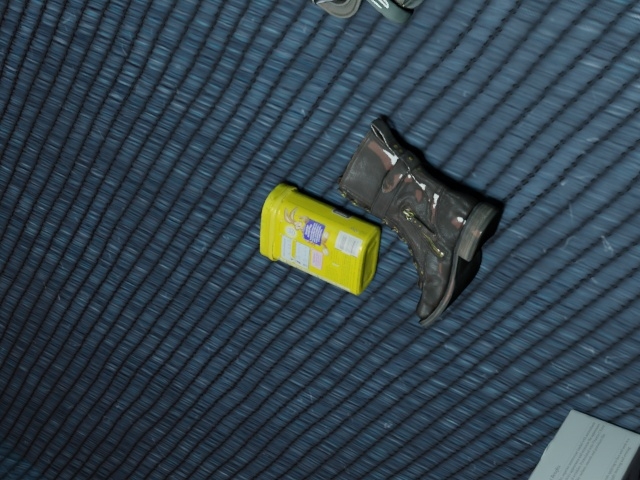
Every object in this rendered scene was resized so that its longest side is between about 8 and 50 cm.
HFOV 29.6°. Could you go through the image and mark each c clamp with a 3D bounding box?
[{"bbox_3d":[-0.004,-0.361,1.545,0.160,0.022,0.137,40,140,4],"label":"c clamp"}]

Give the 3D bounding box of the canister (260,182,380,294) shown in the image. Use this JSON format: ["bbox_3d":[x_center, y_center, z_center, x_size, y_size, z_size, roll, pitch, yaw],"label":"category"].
[{"bbox_3d":[0.000,0.000,1.821,0.170,0.073,0.126,24,136,19],"label":"canister"}]

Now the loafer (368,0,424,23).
[{"bbox_3d":[0.026,-0.368,1.382,0.267,0.096,0.084,44,115,-6],"label":"loafer"}]

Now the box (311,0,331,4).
[{"bbox_3d":[0.061,-0.384,1.431,0.220,0.051,0.175,-2,117,37],"label":"box"}]

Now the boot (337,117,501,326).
[{"bbox_3d":[0.120,-0.024,1.703,0.229,0.091,0.263,34,133,15],"label":"boot"}]

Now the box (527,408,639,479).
[{"bbox_3d":[0.377,0.381,1.764,0.119,0.181,0.182,19,135,26],"label":"box"}]
